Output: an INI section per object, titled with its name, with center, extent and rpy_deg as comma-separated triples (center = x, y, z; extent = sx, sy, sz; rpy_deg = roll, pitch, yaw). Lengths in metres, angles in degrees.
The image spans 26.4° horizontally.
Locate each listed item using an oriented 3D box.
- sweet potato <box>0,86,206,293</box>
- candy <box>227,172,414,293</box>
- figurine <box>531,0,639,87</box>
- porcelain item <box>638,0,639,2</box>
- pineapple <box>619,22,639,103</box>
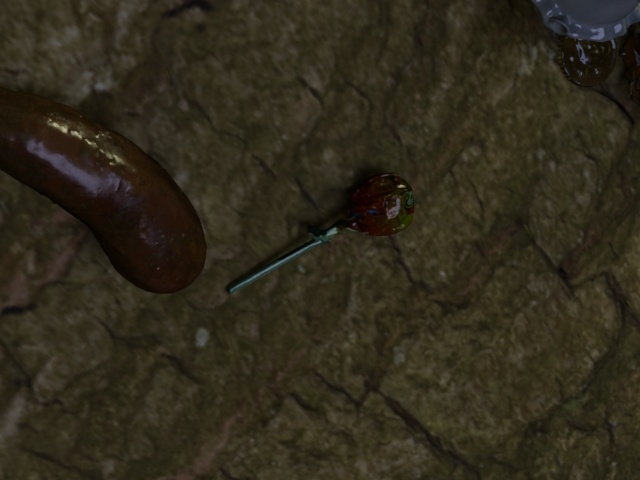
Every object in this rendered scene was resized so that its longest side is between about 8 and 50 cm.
[sweet potato]
center = -0.190, -0.053, 1.124
extent = 0.097, 0.097, 0.292
rpy_deg = -47, 125, -1
[candy]
center = 0.000, 0.000, 1.296
extent = 0.201, 0.060, 0.060
rpy_deg = -29, 126, -5
[figurine]
center = 0.233, -0.277, 1.219
extent = 0.143, 0.143, 0.271
rpy_deg = -4, 108, -29
[porcelain item]
center = 0.348, -0.372, 1.099
extent = 0.242, 0.178, 0.405
rpy_deg = 33, 62, -18
[pineapple]
center = 0.394, -0.218, 1.411
extent = 0.221, 0.047, 0.221
rpy_deg = -16, 123, -27
